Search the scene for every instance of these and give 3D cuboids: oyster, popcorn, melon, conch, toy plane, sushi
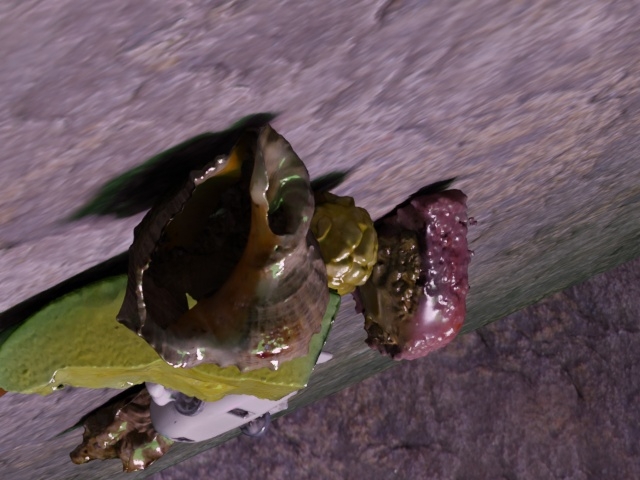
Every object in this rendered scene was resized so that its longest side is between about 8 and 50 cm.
[{"bbox_3d":[-0.188,0.220,2.534,0.361,0.096,0.221,-28,164,-4],"label":"oyster"},{"bbox_3d":[0.000,0.000,1.798,0.120,0.116,0.106,-36,-148,59],"label":"popcorn"},{"bbox_3d":[-0.158,0.086,1.726,0.323,0.124,0.196,3,159,-16],"label":"melon"},{"bbox_3d":[-0.077,0.010,1.484,0.178,0.163,0.245,-39,151,-42],"label":"conch"},{"bbox_3d":[-0.110,0.174,2.362,0.267,0.123,0.267,-15,151,-9],"label":"toy plane"},{"bbox_3d":[0.115,0.049,2.173,0.107,0.161,0.241,-18,169,-35],"label":"sushi"}]

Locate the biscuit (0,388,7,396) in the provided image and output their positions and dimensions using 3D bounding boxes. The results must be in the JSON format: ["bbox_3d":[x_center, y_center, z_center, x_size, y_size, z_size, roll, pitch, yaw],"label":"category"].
[{"bbox_3d":[-0.322,0.133,1.838,0.205,0.031,0.138,-24,170,-14],"label":"biscuit"}]
